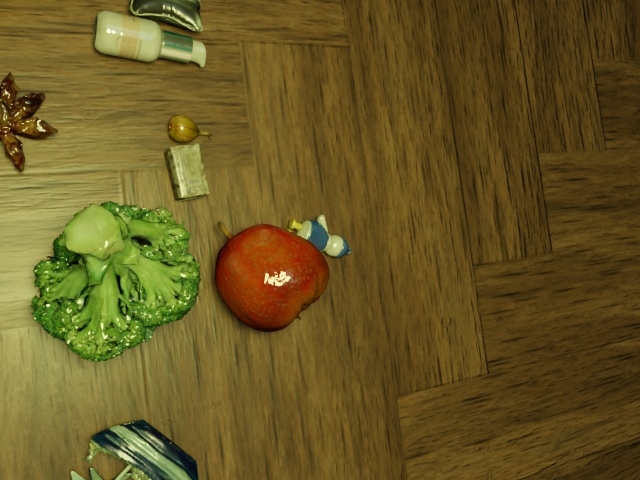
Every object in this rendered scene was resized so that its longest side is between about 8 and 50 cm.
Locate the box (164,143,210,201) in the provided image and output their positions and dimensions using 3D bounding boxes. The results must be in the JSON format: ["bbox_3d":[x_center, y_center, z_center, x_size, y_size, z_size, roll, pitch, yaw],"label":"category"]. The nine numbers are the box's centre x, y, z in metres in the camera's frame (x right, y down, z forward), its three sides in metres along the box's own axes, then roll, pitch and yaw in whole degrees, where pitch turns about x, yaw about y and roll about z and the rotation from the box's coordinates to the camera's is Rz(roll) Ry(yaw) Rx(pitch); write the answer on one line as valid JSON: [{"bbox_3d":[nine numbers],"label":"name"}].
[{"bbox_3d":[-0.240,-0.122,1.099,0.062,0.045,0.098,-11,88,-26],"label":"box"}]

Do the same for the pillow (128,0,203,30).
[{"bbox_3d":[-0.281,-0.426,1.109,0.136,0.091,0.055,8,119,-30],"label":"pillow"}]

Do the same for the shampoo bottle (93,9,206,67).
[{"bbox_3d":[-0.298,-0.352,1.081,0.192,0.074,0.074,3,83,-26],"label":"shampoo bottle"}]

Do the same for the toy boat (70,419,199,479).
[{"bbox_3d":[-0.339,0.416,0.979,0.292,0.070,0.210,-24,92,-23],"label":"toy boat"}]

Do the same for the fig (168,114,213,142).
[{"bbox_3d":[-0.236,-0.199,1.111,0.083,0.050,0.050,8,80,-35],"label":"fig"}]

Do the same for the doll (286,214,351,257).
[{"bbox_3d":[0.000,0.000,1.196,0.143,0.058,0.098,19,97,-23],"label":"doll"}]

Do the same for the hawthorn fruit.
[{"bbox_3d":[-0.103,0.048,1.077,0.225,0.196,0.196,43,67,2],"label":"hawthorn fruit"}]

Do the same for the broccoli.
[{"bbox_3d":[-0.309,0.047,0.927,0.270,0.270,0.270,2,64,-3],"label":"broccoli"}]

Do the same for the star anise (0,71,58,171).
[{"bbox_3d":[-0.508,-0.188,0.973,0.168,0.057,0.167,-1,92,-33],"label":"star anise"}]
